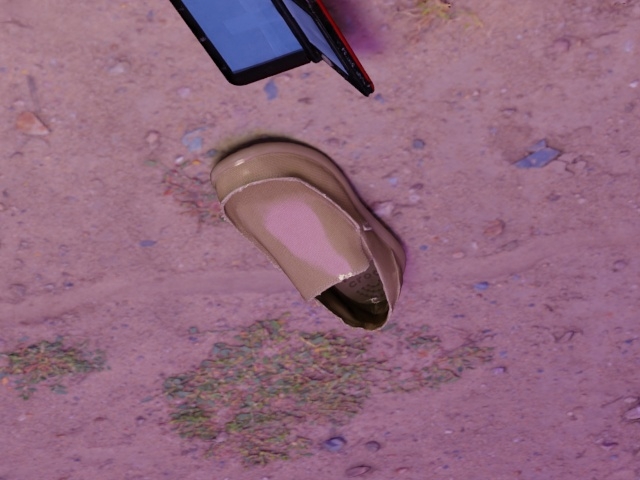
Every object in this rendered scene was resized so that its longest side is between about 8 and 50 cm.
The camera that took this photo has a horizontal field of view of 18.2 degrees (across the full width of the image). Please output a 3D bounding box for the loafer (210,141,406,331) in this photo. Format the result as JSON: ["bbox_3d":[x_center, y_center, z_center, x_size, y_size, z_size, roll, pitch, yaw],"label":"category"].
[{"bbox_3d":[0.000,0.000,1.854,0.102,0.092,0.268,-31,138,23],"label":"loafer"}]

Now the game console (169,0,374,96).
[{"bbox_3d":[-0.040,-0.165,1.649,0.085,0.124,0.144,-42,139,-4],"label":"game console"}]
